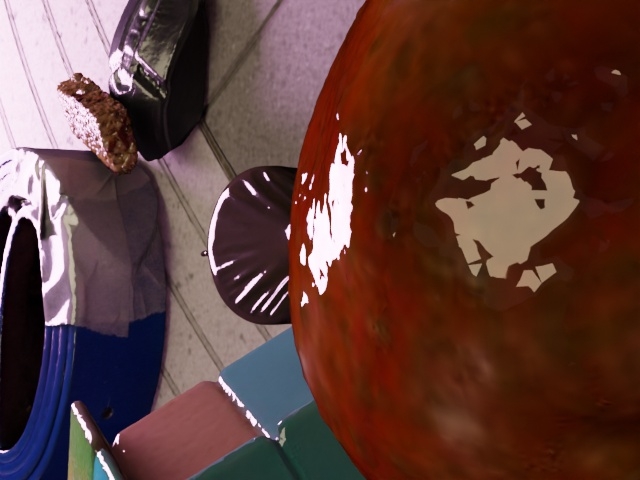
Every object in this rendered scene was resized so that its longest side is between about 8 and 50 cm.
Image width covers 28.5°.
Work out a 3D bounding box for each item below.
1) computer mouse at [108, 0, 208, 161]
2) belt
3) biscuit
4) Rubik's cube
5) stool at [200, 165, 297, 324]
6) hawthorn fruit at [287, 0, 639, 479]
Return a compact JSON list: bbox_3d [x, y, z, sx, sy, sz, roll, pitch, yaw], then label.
[{"bbox_3d":[-0.158,-0.169,1.183,0.105,0.062,0.192,20,106,45],"label":"computer mouse"},{"bbox_3d":[-0.260,0.082,1.248,0.212,0.117,0.347,16,102,45],"label":"belt"},{"bbox_3d":[-0.213,-0.114,1.202,0.199,0.034,0.064,36,145,61],"label":"biscuit"},{"bbox_3d":[-0.025,0.258,0.878,0.387,0.358,0.368,50,164,33],"label":"Rubik's cube"},{"bbox_3d":[0.000,0.000,0.988,0.217,0.121,0.125,-12,80,46],"label":"stool"},{"bbox_3d":[0.173,-0.039,0.658,0.402,0.402,0.403,1,91,44],"label":"hawthorn fruit"}]
